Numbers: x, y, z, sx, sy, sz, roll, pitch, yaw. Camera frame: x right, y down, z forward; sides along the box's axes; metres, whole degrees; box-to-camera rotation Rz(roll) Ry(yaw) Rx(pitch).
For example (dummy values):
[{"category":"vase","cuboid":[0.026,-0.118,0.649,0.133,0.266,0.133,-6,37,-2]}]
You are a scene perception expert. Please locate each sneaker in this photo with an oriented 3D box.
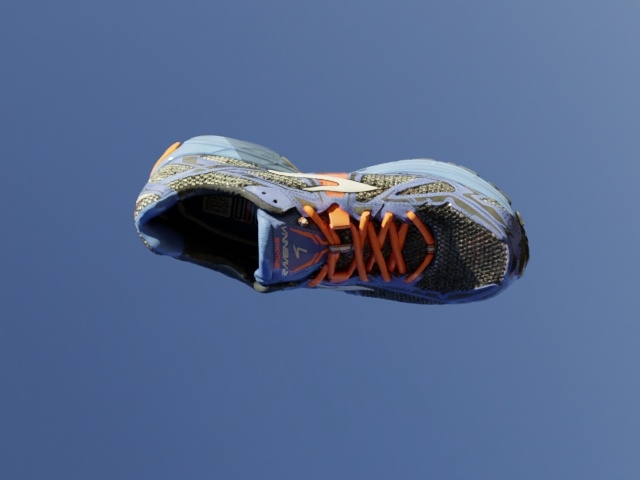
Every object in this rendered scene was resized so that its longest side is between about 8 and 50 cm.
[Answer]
[{"category":"sneaker","cuboid":[0.000,0.000,0.752,0.087,0.221,0.083,-47,-41,-63]}]
